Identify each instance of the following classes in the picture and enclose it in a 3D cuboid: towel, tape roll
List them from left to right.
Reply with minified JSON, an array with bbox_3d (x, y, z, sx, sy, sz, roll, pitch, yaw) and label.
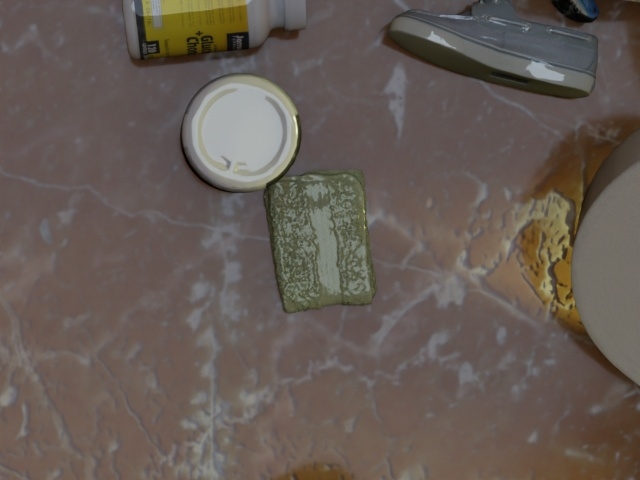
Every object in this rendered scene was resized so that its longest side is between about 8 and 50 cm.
[{"bbox_3d":[0.000,0.000,1.844,0.110,0.027,0.148,-7,92,-4],"label":"towel"},{"bbox_3d":[0.445,0.028,1.742,0.392,0.072,0.392,9,132,10],"label":"tape roll"}]

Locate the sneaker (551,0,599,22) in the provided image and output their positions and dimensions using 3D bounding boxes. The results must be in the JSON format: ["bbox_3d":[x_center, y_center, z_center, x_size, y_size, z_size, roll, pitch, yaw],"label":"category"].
[{"bbox_3d":[0.265,-0.308,1.841,0.073,0.063,0.162,-21,93,-7],"label":"sneaker"}]

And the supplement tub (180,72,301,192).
[{"bbox_3d":[-0.082,-0.105,1.752,0.117,0.190,0.117,0,91,-6],"label":"supplement tub"}]

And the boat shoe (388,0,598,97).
[{"bbox_3d":[0.184,-0.214,1.835,0.227,0.079,0.081,15,81,-10],"label":"boat shoe"}]

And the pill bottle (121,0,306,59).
[{"bbox_3d":[-0.110,-0.243,1.790,0.184,0.103,0.103,-6,92,-4],"label":"pill bottle"}]
